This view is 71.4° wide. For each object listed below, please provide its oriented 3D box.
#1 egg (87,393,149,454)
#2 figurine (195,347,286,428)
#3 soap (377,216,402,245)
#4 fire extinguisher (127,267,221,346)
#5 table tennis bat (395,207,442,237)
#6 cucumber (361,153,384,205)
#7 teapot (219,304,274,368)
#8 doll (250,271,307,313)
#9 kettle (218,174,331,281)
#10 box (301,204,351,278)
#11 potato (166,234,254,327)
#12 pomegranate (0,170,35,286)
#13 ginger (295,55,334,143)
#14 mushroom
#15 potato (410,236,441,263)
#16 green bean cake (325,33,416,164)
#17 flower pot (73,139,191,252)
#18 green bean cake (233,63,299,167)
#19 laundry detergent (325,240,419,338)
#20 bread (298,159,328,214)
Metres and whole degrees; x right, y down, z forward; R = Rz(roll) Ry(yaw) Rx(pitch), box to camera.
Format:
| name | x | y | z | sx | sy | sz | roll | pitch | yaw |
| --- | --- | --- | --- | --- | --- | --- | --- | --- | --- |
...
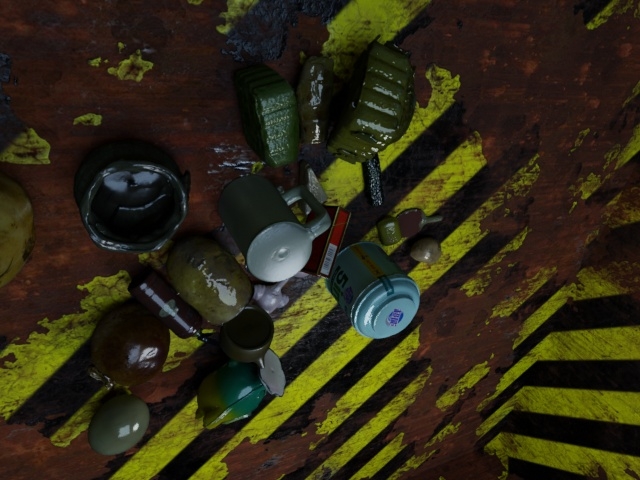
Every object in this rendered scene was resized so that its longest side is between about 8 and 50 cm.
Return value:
| name | x | y | z | sx | sy | sz | roll | pitch | yaw |
| --- | --- | --- | --- | --- | --- | --- | --- | --- | --- |
| egg | -0.723 | 0.661 | 1.593 | 0.241 | 0.186 | 0.186 | -43 | 131 | 8 |
| figurine | -0.320 | 0.556 | 1.692 | 0.339 | 0.324 | 0.232 | -29 | 108 | 13 |
| soap | 0.274 | -0.033 | 1.758 | 0.088 | 0.045 | 0.140 | -17 | 129 | 6 |
| fire extinguisher | -0.457 | 0.237 | 1.447 | 0.138 | 0.102 | 0.344 | -15 | 124 | 37 |
| table tennis bat | 0.396 | -0.077 | 1.818 | 0.234 | 0.022 | 0.131 | -11 | 125 | -20 |
| cucumber | 0.178 | -0.254 | 1.553 | 0.067 | 0.067 | 0.294 | -23 | 126 | -13 |
| teapot | -0.275 | 0.336 | 1.583 | 0.185 | 0.268 | 0.175 | -25 | 153 | -36 |
| doll | -0.146 | 0.148 | 1.626 | 0.160 | 0.094 | 0.365 | 26 | 105 | -30 |
| kettle | -0.146 | -0.047 | 1.350 | 0.264 | 0.318 | 0.205 | -6 | 122 | -24 |
| box | -0.001 | 0.000 | 1.510 | 0.074 | 0.153 | 0.240 | 24 | 80 | -35 |
| potato | -0.366 | 0.104 | 1.416 | 0.229 | 0.229 | 0.266 | -42 | 122 | 2 |
| pomegranate | -0.840 | -0.022 | 1.019 | 0.332 | 0.332 | 0.333 | -14 | 126 | -20 |
| ginger | -0.021 | -0.411 | 1.317 | 0.109 | 0.116 | 0.263 | 10 | 127 | 6 |
| mushroom | -0.619 | 0.356 | 1.443 | 0.283 | 0.195 | 0.263 | -44 | 136 | 4 |
| potato | 0.446 | 0.039 | 1.868 | 0.146 | 0.112 | 0.112 | -6 | 123 | -34 |
| green bean cake | 0.161 | -0.396 | 1.334 | 0.201 | 0.285 | 0.310 | 20 | 80 | -12 |
| flower pot | -0.487 | -0.112 | 1.190 | 0.301 | 0.213 | 0.302 | -13 | 125 | -20 |
| green bean cake | -0.144 | -0.336 | 1.222 | 0.124 | 0.222 | 0.248 | -23 | 132 | -15 |
| laundry detergent | 0.207 | 0.199 | 1.711 | 0.287 | 0.305 | 0.288 | -14 | 126 | -20 |
| bread | -0.051 | -0.174 | 1.474 | 0.105 | 0.077 | 0.152 | -36 | 129 | -3 |
